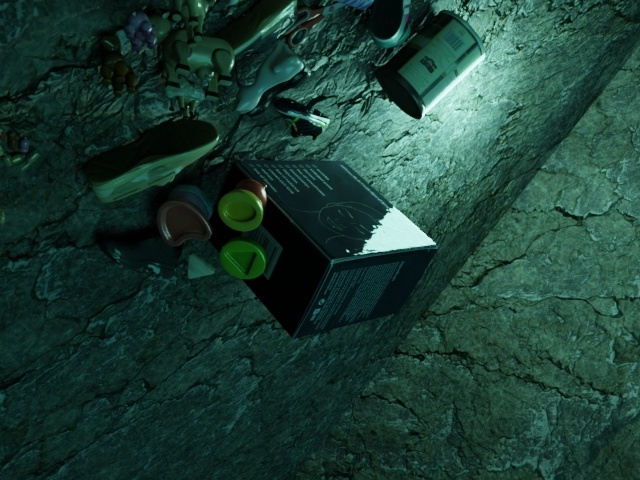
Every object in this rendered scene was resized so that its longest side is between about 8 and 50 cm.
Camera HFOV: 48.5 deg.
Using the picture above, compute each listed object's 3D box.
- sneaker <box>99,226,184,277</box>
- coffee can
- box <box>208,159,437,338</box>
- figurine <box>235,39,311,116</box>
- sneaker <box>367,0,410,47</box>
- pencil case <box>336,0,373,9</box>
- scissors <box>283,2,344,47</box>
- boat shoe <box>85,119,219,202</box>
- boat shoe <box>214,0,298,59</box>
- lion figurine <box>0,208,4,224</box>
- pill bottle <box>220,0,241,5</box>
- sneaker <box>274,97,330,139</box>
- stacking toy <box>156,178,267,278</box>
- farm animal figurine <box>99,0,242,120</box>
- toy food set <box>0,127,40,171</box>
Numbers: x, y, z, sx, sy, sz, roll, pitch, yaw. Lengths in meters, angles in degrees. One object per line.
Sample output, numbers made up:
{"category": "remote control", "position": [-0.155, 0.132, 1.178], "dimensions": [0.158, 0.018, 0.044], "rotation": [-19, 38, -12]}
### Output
{"category": "sneaker", "position": [-0.491, 0.016, 1.967], "dimensions": [0.130, 0.109, 0.286], "rotation": [-61, 153, 5]}
{"category": "coffee can", "position": [0.337, -0.537, 2.181], "dimensions": [0.275, 0.201, 0.201], "rotation": [-43, 148, -4]}
{"category": "box", "position": [0.000, 0.000, 2.138], "dimensions": [0.472, 0.480, 0.297], "rotation": [-8, 133, -44]}
{"category": "figurine", "position": [-0.134, -0.402, 1.841], "dimensions": [0.209, 0.092, 0.215], "rotation": [-45, 179, 9]}
{"category": "sneaker", "position": [0.211, -0.662, 1.977], "dimensions": [0.178, 0.124, 0.295], "rotation": [72, 37, -83]}
{"category": "pencil case", "position": [0.060, -0.660, 1.829], "dimensions": [0.088, 0.086, 0.206], "rotation": [-34, 159, 35]}
{"category": "scissors", "position": [0.013, -0.617, 1.889], "dimensions": [0.297, 0.021, 0.109], "rotation": [-38, 147, -11]}
{"category": "boat shoe", "position": [-0.415, -0.201, 1.787], "dimensions": [0.341, 0.121, 0.110], "rotation": [-23, 148, -15]}
{"category": "boat shoe", "position": [-0.161, -0.503, 1.746], "dimensions": [0.285, 0.103, 0.092], "rotation": [-44, 144, -13]}
{"category": "lion figurine", "position": [-0.820, -0.003, 1.516], "dimensions": [0.240, 0.142, 0.392], "rotation": [-9, 137, -34]}
{"category": "pill bottle", "position": [-0.145, -0.624, 1.608], "dimensions": [0.208, 0.117, 0.117], "rotation": [-32, 146, -21]}
{"category": "sneaker", "position": [-0.058, -0.339, 2.062], "dimensions": [0.235, 0.084, 0.097], "rotation": [9, 120, -53]}
{"category": "stacking toy", "position": [-0.273, -0.039, 1.962], "dimensions": [0.130, 0.309, 0.279], "rotation": [-71, 154, -53]}
{"category": "farm animal figurine", "position": [-0.308, -0.435, 1.546], "dimensions": [0.330, 0.172, 0.327], "rotation": [-22, 152, 36]}
{"category": "toy food set", "position": [-0.681, -0.207, 1.557], "dimensions": [0.078, 0.019, 0.122], "rotation": [-44, 140, -3]}
